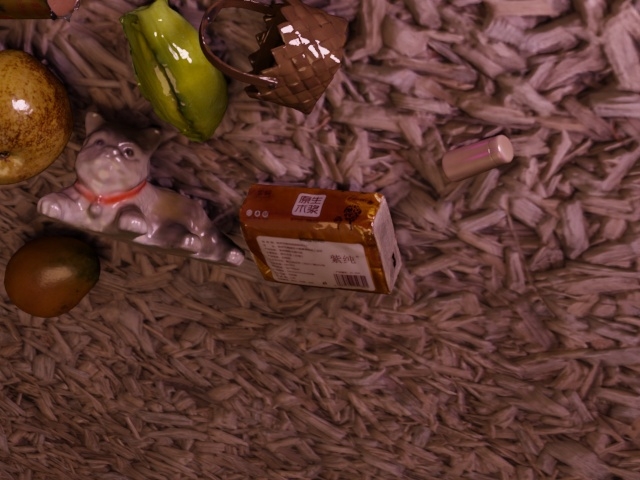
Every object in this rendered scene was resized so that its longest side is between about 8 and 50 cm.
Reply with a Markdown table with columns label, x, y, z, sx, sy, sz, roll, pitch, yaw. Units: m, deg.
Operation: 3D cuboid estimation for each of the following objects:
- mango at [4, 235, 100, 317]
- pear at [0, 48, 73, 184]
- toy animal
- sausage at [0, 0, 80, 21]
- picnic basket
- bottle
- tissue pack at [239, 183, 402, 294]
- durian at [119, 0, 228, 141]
| label | x | y | z | sx | sy | sz | roll | pitch | yaw |
| --- | --- | --- | --- | --- | --- | --- | --- | --- | --- |
| mango | -0.502 | 0.062 | 2.005 | 0.151 | 0.120 | 0.221 | 32 | 136 | -19 |
| pear | -0.476 | -0.181 | 1.624 | 0.197 | 0.197 | 0.197 | 14 | 143 | 11 |
| toy animal | -0.260 | -0.071 | 1.709 | 0.307 | 0.188 | 0.266 | 10 | 165 | -1 |
| sausage | -0.514 | -0.347 | 1.521 | 0.371 | 0.082 | 0.082 | 5 | 141 | 23 |
| picnic basket | -0.066 | -0.248 | 1.369 | 0.178 | 0.128 | 0.138 | 20 | 143 | -14 |
| bottle | 0.215 | -0.113 | 1.472 | 0.096 | 0.045 | 0.045 | -18 | 128 | 39 |
| tissue pack | 0.000 | 0.000 | 1.687 | 0.226 | 0.092 | 0.183 | 7 | 141 | 21 |
| durian | -0.195 | -0.224 | 1.500 | 0.139 | 0.101 | 0.250 | 39 | 162 | 45 |
